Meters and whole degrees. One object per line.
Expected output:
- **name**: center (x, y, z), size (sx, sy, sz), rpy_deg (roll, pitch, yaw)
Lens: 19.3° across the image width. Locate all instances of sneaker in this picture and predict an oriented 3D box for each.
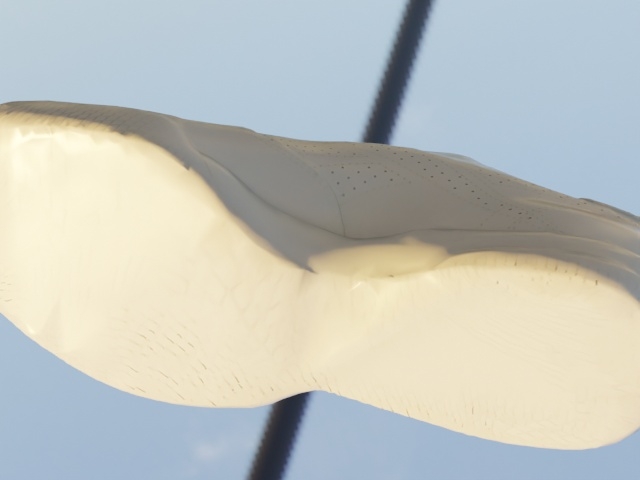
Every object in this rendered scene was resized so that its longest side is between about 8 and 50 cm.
- **sneaker**: center (0.000, 0.000, 0.537), size (0.212, 0.080, 0.094), rpy_deg (14, -151, 11)
